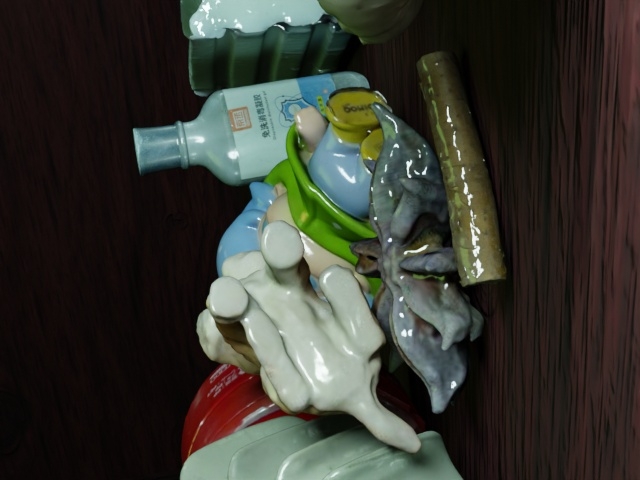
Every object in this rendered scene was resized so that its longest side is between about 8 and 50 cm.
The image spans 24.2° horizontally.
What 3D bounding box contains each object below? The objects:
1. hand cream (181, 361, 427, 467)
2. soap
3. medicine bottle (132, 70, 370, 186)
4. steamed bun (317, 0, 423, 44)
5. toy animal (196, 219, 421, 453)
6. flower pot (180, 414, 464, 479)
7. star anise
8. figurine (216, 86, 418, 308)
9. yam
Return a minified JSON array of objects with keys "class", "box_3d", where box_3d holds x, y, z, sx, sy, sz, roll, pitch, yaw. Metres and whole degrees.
[{"class":"hand cream","box_3d":[-0.011,0.202,1.310,0.149,0.230,0.230,-114,15,-67]},{"class":"soap","box_3d":[-0.050,-0.201,1.354,0.261,0.150,0.094,138,127,-83]},{"class":"medicine bottle","box_3d":[-0.055,-0.092,1.282,0.054,0.208,0.090,98,161,-64]},{"class":"steamed bun","box_3d":[-0.002,-0.244,0.644,0.280,0.207,0.268,51,-168,22]},{"class":"toy animal","box_3d":[-0.013,0.087,1.086,0.184,0.104,0.185,51,161,-2]},{"class":"flower pot","box_3d":[0.031,0.316,1.112,0.254,0.164,0.368,-1,105,51]},{"class":"star anise","box_3d":[0.065,0.017,1.028,0.180,0.061,0.204,122,134,-63]},{"class":"figurine","box_3d":[0.009,-0.012,1.192,0.162,0.143,0.263,44,143,15]},{"class":"yam","box_3d":[0.085,-0.043,0.899,0.032,0.032,0.145,104,156,-75]}]
